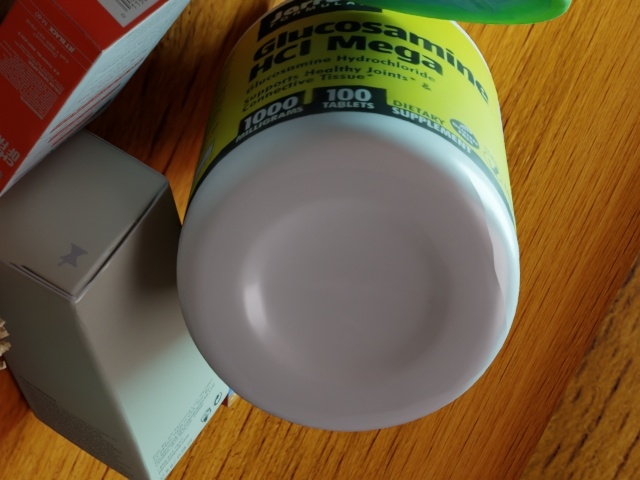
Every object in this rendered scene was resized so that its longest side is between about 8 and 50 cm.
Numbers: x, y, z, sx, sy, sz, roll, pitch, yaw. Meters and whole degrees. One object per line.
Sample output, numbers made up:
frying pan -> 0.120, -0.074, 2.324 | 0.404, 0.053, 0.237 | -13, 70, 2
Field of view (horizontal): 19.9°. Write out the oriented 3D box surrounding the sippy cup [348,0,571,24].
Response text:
sippy cup -> 0.047, -0.256, 0.988 | 0.240, 0.305, 0.224 | 19, 83, -45

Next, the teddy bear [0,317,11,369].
teddy bear -> -0.248, 0.149, 0.997 | 0.245, 0.113, 0.338 | -44, 155, -42

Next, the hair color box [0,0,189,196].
hair color box -> -0.128, -0.097, 0.931 | 0.093, 0.053, 0.167 | -45, -179, -36

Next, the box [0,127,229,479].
box -> -0.138, 0.043, 1.113 | 0.094, 0.113, 0.275 | -52, 160, -22

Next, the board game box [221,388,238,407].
board game box -> 0.000, 0.000, 1.504 | 0.281, 0.027, 0.145 | -46, 155, -33

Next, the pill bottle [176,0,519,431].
pill bottle -> 0.019, -0.045, 1.114 | 0.334, 0.188, 0.188 | -87, -165, -64
